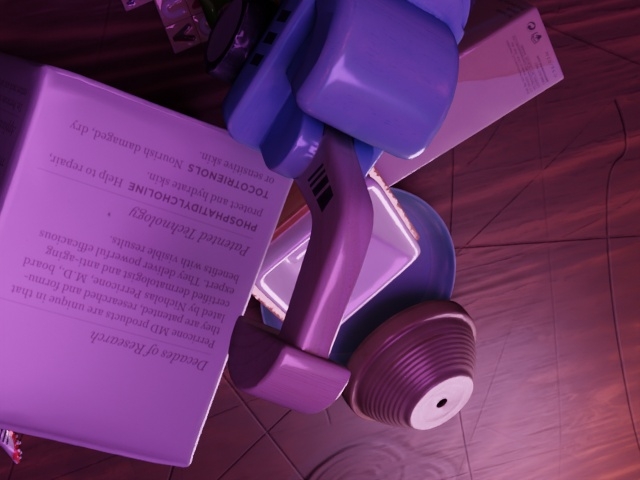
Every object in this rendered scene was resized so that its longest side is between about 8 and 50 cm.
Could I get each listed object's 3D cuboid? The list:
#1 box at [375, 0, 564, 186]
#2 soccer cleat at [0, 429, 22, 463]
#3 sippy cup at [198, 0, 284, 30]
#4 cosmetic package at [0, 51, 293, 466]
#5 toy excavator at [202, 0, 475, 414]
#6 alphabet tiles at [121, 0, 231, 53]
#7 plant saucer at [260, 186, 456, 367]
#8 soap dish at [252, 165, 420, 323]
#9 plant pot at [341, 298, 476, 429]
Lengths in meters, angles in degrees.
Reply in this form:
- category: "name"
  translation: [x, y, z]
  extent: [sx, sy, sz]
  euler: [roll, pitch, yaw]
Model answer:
- category: "box"
  translation: [0.165, -0.214, 1.687]
  extent: [0.311, 0.148, 0.121]
  euler: [-32, 119, -7]
- category: "soccer cleat"
  translation: [-0.458, 0.288, 1.734]
  extent: [0.035, 0.029, 0.083]
  euler: [-16, 114, -5]
- category: "sippy cup"
  translation: [0.012, -0.348, 1.495]
  extent: [0.240, 0.224, 0.305]
  euler: [28, 108, -25]
- category: "cosmetic package"
  translation: [-0.290, 0.010, 1.460]
  extent: [0.327, 0.329, 0.394]
  euler: [18, 94, -30]
- category: "toy excavator"
  translation: [0.014, -0.104, 1.241]
  extent: [0.222, 0.445, 0.433]
  euler: [24, 113, -25]
- category: "alphabet tiles"
  translation: [-0.178, -0.373, 1.561]
  extent: [0.198, 0.009, 0.237]
  euler: [-25, 119, -10]
- category: "plant saucer"
  translation: [0.054, 0.060, 1.823]
  extent: [0.317, 0.044, 0.318]
  euler: [-8, 114, -18]
- category: "soap dish"
  translation: [0.000, 0.000, 1.626]
  extent: [0.229, 0.118, 0.291]
  euler: [-40, 152, 0]
- category: "plant pot"
  translation: [0.158, 0.214, 1.848]
  extent: [0.237, 0.110, 0.237]
  euler: [-23, 142, -20]
